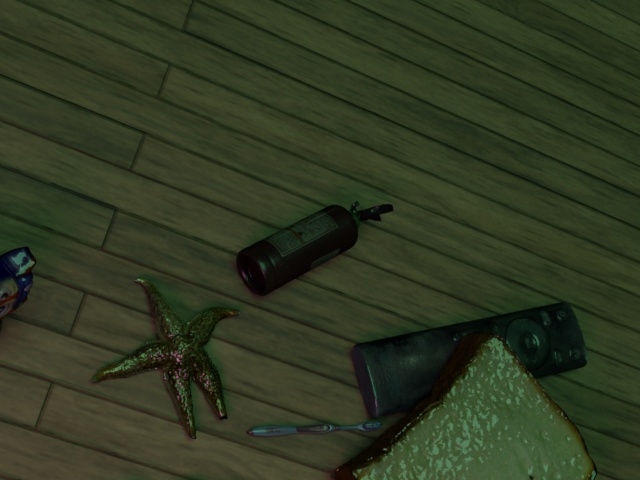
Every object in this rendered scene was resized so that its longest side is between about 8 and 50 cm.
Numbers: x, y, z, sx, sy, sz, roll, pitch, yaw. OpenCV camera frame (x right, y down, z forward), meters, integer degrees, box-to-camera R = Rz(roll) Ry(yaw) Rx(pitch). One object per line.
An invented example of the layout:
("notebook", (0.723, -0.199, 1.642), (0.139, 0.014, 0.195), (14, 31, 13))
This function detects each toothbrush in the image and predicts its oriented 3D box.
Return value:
("toothbrush", (-0.006, 0.253, 1.272), (0.193, 0.019, 0.013), (2, 70, -21))

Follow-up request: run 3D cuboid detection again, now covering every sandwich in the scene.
("sandwich", (0.208, 0.310, 1.277), (0.301, 0.099, 0.271), (-41, 99, -24))

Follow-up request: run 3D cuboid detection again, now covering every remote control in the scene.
("remote control", (0.228, 0.170, 1.390), (0.377, 0.044, 0.107), (-8, 79, -25))

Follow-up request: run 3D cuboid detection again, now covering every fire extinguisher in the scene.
("fire extinguisher", (0.000, 0.000, 1.330), (0.231, 0.099, 0.071), (-27, 104, -28))

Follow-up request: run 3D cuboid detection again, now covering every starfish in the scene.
("starfish", (-0.191, 0.146, 1.227), (0.216, 0.050, 0.223), (-24, 75, -21))

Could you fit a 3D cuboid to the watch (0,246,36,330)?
("watch", (-0.468, 0.058, 1.083), (0.200, 0.171, 0.196), (42, 47, 10))
